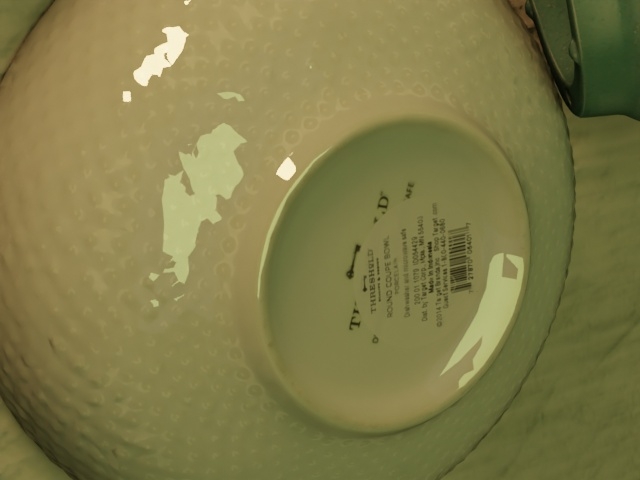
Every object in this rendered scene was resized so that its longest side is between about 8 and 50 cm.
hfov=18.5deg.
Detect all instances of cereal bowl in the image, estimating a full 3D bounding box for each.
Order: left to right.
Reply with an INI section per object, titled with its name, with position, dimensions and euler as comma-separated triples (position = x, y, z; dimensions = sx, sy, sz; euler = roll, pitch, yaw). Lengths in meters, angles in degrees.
[cereal bowl]
position = 0.000, 0.000, 0.985
dimensions = 0.339, 0.141, 0.339
euler = -8, 106, -30

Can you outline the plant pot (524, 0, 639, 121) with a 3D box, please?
[plant pot]
position = 0.202, -0.170, 1.008
dimensions = 0.196, 0.293, 0.293
euler = -14, 113, 0
